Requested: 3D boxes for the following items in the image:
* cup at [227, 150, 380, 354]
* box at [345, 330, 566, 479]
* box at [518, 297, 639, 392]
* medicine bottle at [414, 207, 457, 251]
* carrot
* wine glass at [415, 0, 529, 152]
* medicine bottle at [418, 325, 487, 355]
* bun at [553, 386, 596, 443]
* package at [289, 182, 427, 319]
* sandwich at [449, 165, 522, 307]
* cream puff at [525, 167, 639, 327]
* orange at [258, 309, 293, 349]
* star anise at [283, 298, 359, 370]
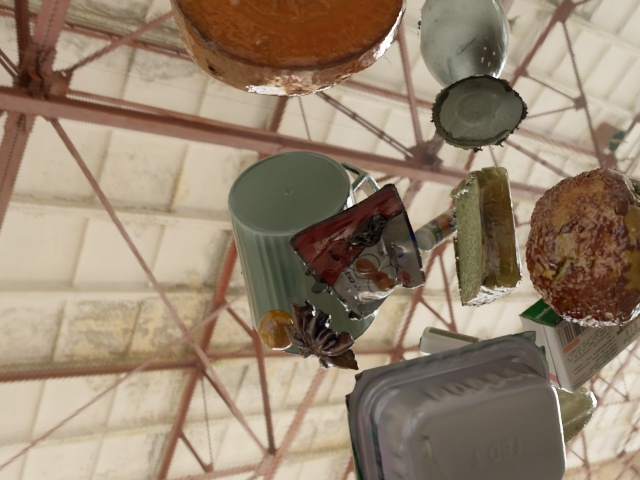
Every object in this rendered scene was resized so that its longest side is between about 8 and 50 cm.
[{"bbox_3d":[-0.024,-0.001,1.708,0.392,0.310,0.401,79,-156,-46],"label":"cup"},{"bbox_3d":[0.216,0.290,1.072,0.337,0.106,0.264,-11,-84,-17],"label":"box"},{"bbox_3d":[0.430,0.132,1.222,0.199,0.081,0.135,-31,-65,-19],"label":"box"},{"bbox_3d":[0.329,-0.046,1.857,0.221,0.092,0.061,-30,-80,-36],"label":"medicine bottle"},{"bbox_3d":[-0.040,-0.320,0.977,0.307,0.258,0.100,1,-7,0],"label":"carrot"},{"bbox_3d":[0.291,-0.354,1.486,0.191,0.357,0.190,-1,-41,-1],"label":"wine glass"},{"bbox_3d":[0.373,0.286,1.985,0.115,0.219,0.078,-1,-78,-75],"label":"medicine bottle"},{"bbox_3d":[0.495,0.373,1.613,0.183,0.102,0.183,-23,-41,-22],"label":"bun"},{"bbox_3d":[0.081,0.028,1.275,0.194,0.071,0.269,-37,-51,-1],"label":"package"},{"bbox_3d":[0.328,-0.008,1.507,0.087,0.251,0.226,-3,-16,-3],"label":"sandwich"},{"bbox_3d":[0.375,0.009,1.063,0.164,0.240,0.240,10,-60,-6],"label":"cream puff"},{"bbox_3d":[-0.087,0.181,1.538,0.070,0.083,0.083,-32,-41,-37],"label":"orange"},{"bbox_3d":[0.001,0.180,1.346,0.057,0.168,0.167,-38,-39,-35],"label":"star anise"}]
